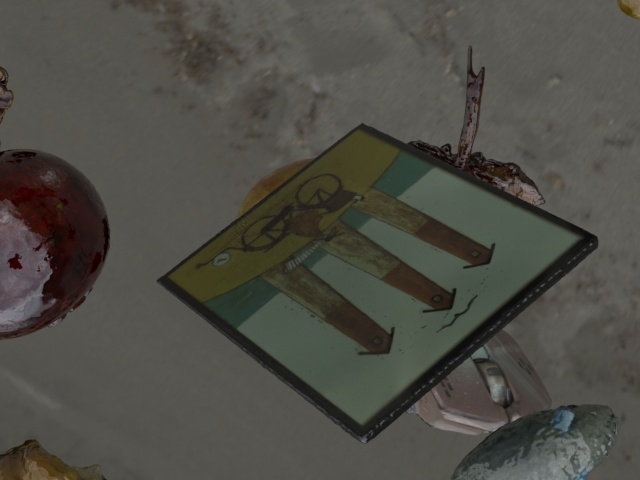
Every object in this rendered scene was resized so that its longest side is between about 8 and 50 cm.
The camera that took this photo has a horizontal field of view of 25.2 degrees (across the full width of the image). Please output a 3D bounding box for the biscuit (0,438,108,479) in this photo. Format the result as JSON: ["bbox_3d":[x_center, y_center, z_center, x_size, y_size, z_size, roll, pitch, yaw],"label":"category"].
[{"bbox_3d":[-0.223,0.185,1.083,0.118,0.183,0.061,-22,88,-11],"label":"biscuit"}]

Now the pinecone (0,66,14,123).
[{"bbox_3d":[-0.467,-0.190,1.820,0.173,0.173,0.173,8,116,18],"label":"pinecone"}]

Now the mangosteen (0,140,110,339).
[{"bbox_3d":[-0.349,-0.020,1.512,0.215,0.215,0.257,-32,110,30],"label":"mangosteen"}]

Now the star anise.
[{"bbox_3d":[0.143,-0.089,1.400,0.140,0.158,0.144,55,145,40],"label":"star anise"}]

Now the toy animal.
[{"bbox_3d":[0.124,0.202,1.116,0.253,0.079,0.070,-35,91,-6],"label":"toy animal"}]

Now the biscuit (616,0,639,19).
[{"bbox_3d":[0.261,-0.267,1.056,0.174,0.039,0.183,-28,84,-8],"label":"biscuit"}]

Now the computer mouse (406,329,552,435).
[{"bbox_3d":[0.186,0.168,1.879,0.199,0.389,0.115,-5,109,-22],"label":"computer mouse"}]

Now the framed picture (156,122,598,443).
[{"bbox_3d":[0.034,0.018,1.173,0.324,0.244,0.013,31,155,51],"label":"framed picture"}]

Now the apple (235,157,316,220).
[{"bbox_3d":[0.000,0.000,2.084,0.194,0.261,0.261,-144,49,-58],"label":"apple"}]
